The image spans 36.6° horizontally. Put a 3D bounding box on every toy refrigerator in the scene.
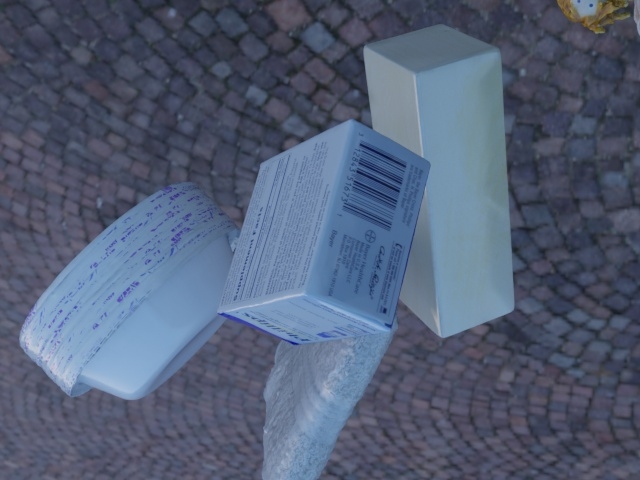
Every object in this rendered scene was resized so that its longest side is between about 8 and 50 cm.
[{"bbox_3d":[0.118,-0.055,0.909,0.094,0.102,0.270,-19,120,-17],"label":"toy refrigerator"}]

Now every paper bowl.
[{"bbox_3d":[-0.203,0.076,1.154,0.148,0.284,0.284,43,142,5],"label":"paper bowl"}]

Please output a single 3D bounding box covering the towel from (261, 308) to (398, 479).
[{"bbox_3d":[0.005,0.089,0.876,0.049,0.282,0.187,24,105,-8],"label":"towel"}]

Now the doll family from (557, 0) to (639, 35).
[{"bbox_3d":[0.162,-0.220,0.605,0.263,0.118,0.163,28,131,16],"label":"doll family"}]

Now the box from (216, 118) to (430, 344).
[{"bbox_3d":[0.000,0.000,0.681,0.072,0.126,0.137,24,160,-25],"label":"box"}]
